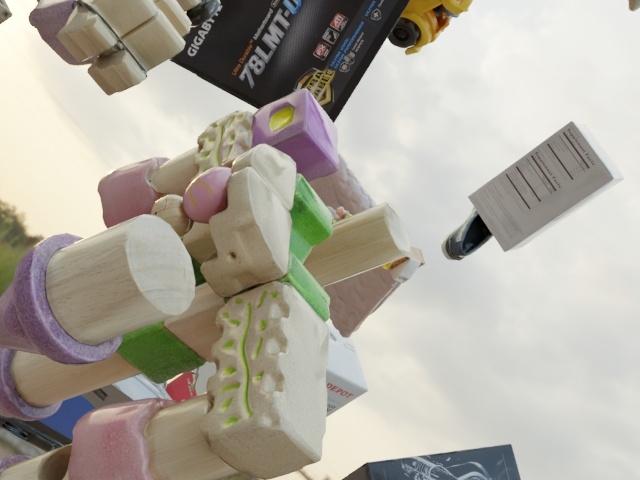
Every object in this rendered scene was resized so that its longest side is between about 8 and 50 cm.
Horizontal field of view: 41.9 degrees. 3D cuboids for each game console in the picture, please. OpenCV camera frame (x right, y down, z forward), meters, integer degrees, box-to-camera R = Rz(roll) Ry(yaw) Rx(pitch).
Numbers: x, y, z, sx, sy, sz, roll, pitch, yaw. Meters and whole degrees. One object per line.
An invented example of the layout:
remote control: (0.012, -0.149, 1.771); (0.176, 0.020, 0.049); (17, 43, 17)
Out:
game console: (-0.417, 0.189, 1.211); (0.250, 0.173, 0.293); (27, -19, 28)

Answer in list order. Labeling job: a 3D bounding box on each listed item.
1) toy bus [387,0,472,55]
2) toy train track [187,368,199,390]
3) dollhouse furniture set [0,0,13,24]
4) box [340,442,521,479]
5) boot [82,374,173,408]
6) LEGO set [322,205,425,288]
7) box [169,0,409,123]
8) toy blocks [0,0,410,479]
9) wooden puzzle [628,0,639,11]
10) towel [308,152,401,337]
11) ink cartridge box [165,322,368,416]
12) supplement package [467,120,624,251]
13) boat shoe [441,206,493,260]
toy bus: (0.209, -0.464, 1.502); (0.211, 0.149, 0.220); (-3, -43, 32)
toy train track: (-0.238, 0.248, 1.582); (0.014, 0.083, 0.048); (15, 25, 0)
dollhouse furniture set: (-0.283, -0.399, 0.862); (0.174, 0.355, 0.303); (58, 5, 12)
box: (0.234, 0.589, 1.581); (0.179, 0.312, 0.343); (120, -37, -59)
boot: (-0.200, 0.139, 0.934); (0.258, 0.123, 0.095); (45, -46, -4)
LEGO set: (0.000, 0.000, 1.028); (0.107, 0.287, 0.132); (44, -43, 41)
box: (-0.048, -0.352, 1.345); (0.293, 0.295, 0.073); (26, 17, -27)
toy blocks: (-0.120, 0.035, 0.494); (0.309, 0.260, 0.289); (50, 29, -37)
wooden puzzle: (0.632, -0.628, 1.465); (0.348, 0.322, 0.080); (58, -1, -41)
towel: (0.024, -0.011, 1.574); (0.332, 0.053, 0.317); (56, -31, 15)
ink cartridge box: (-0.125, 0.346, 1.961); (0.279, 0.384, 0.160); (35, 26, -45)
supplement package: (0.433, -0.102, 1.605); (0.134, 0.244, 0.139); (58, 26, 12)
boat shoe: (0.397, -0.045, 2.033); (0.095, 0.254, 0.079); (59, -27, -13)
